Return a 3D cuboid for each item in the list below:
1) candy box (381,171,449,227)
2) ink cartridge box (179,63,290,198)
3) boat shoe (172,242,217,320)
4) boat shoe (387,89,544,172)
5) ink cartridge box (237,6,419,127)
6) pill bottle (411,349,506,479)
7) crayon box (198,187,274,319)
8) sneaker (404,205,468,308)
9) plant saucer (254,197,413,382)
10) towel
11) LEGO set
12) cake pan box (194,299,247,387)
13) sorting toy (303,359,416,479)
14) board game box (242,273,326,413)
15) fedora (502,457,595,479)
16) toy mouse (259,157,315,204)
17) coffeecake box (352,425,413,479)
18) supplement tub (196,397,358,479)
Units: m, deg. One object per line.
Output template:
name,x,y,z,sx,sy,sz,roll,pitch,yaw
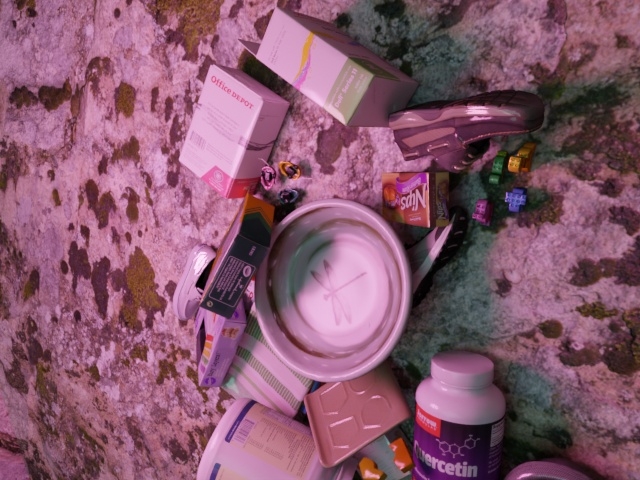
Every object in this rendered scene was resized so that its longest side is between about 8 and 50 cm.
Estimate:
candy box,0.195,-0.089,1.103,0.187,0.053,0.109,-160,67,-67
ink cartridge box,-0.228,-0.283,1.378,0.207,0.117,0.283,39,118,24
boat shoe,-0.366,0.138,1.559,0.084,0.095,0.258,32,116,31
boat shoe,0.274,-0.205,1.007,0.355,0.132,0.130,18,127,60
ink cartridge box,0.011,-0.387,1.138,0.353,0.207,0.119,42,120,22
pill bottle,0.286,0.404,1.097,0.181,0.181,0.322,7,102,34
crayon box,-0.194,0.018,1.285,0.083,0.323,0.203,26,110,-13
sneaker,0.216,0.032,1.136,0.108,0.100,0.271,45,120,26
plant saucer,0.034,0.108,1.180,0.400,0.100,0.400,-4,83,32
towel,-0.133,0.329,1.357,0.248,0.038,0.324,37,117,23
LEGO set,0.357,-0.130,1.011,0.087,0.093,0.227,15,106,32
cake pan box,-0.281,0.230,1.447,0.245,0.070,0.267,-108,36,-50
sorting toy,0.093,0.409,1.171,0.229,0.041,0.307,-33,34,7
board game box,-0.087,0.239,1.387,0.302,0.086,0.308,29,113,28
fedora,0.480,0.537,1.018,0.244,0.124,0.275,-45,75,32
toy mouse,-0.102,-0.145,1.354,0.161,0.031,0.143,33,122,9
coffeecake box,0.132,0.498,1.288,0.142,0.068,0.185,-47,72,33
supplement tub,-0.098,0.542,1.243,0.325,0.235,0.235,23,111,10
